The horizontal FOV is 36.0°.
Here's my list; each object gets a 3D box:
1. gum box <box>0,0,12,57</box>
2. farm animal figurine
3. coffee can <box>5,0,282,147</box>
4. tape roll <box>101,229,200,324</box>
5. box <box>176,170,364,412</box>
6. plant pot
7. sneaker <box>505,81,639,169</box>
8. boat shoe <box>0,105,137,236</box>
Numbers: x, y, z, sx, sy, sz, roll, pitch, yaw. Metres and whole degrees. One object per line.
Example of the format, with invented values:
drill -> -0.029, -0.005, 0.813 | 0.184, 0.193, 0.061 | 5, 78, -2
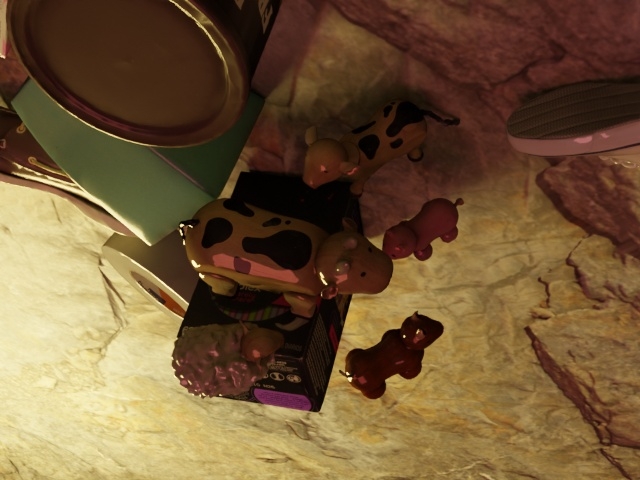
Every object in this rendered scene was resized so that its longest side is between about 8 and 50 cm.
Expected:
gum box -> -0.337, -0.292, 1.038 | 0.062, 0.107, 0.188 | 21, 145, -6
farm animal figurine -> 0.000, 0.000, 1.069 | 0.326, 0.330, 0.172 | -2, 161, 3
coffee can -> -0.123, -0.249, 0.862 | 0.201, 0.275, 0.201 | 11, 145, 8
tape roll -> -0.208, 0.054, 1.419 | 0.219, 0.072, 0.219 | 35, 163, 12
box -> -0.053, 0.061, 1.264 | 0.165, 0.270, 0.143 | 6, 144, 15
plant pot -> -0.224, -0.145, 1.153 | 0.234, 0.166, 0.165 | 36, 141, -21
sneaker -> 0.326, -0.110, 1.027 | 0.258, 0.094, 0.091 | -3, 136, 25
boat shoe -> -0.346, -0.116, 1.287 | 0.324, 0.117, 0.097 | 26, 126, -3
